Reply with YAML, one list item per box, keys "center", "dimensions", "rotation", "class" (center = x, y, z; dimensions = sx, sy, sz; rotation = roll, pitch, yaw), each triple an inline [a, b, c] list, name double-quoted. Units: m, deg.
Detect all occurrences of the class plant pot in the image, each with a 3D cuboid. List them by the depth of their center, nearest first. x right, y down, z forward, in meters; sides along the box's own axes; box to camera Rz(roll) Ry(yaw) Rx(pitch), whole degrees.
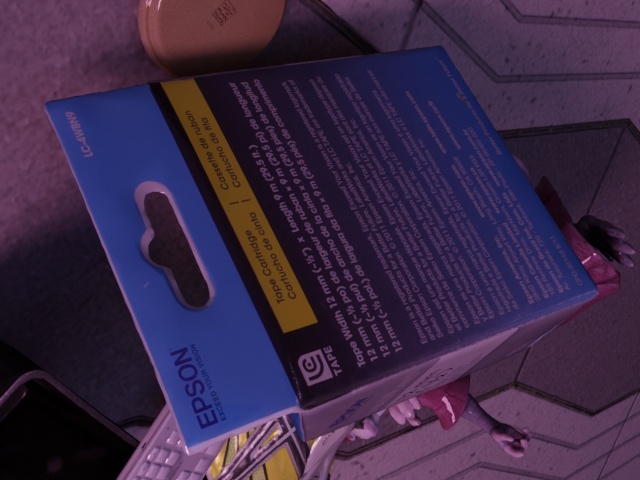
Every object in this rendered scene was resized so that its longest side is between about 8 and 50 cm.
- center: [-0.234, 0.155, 0.576]
  dimensions: [0.187, 0.167, 0.188]
  rotation: [-49, 140, -13]
  class: "plant pot"

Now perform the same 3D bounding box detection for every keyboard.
- center: [-0.132, 0.202, 0.571]
  dimensions: [0.256, 0.014, 0.072]
  rotation: [-57, 140, -3]
  class: "keyboard"

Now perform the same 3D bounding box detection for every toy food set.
- center: [-0.076, -0.175, 0.648]
  dimensions: [0.132, 0.038, 0.192]
  rotation: [-14, 134, -35]
  class: "toy food set"

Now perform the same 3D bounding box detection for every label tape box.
- center: [0.000, 0.000, 0.649]
  dimensions: [0.347, 0.249, 0.115]
  rotation: [-16, 158, -32]
  class: "label tape box"

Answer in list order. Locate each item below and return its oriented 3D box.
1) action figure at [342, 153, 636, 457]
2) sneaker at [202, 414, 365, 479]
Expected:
- center: [0.125, 0.076, 0.915]
  dimensions: [0.370, 0.276, 0.248]
  rotation: [-33, 144, 3]
  class: "action figure"
- center: [-0.047, 0.134, 0.784]
  dimensions: [0.147, 0.145, 0.385]
  rotation: [12, 97, -37]
  class: "sneaker"
